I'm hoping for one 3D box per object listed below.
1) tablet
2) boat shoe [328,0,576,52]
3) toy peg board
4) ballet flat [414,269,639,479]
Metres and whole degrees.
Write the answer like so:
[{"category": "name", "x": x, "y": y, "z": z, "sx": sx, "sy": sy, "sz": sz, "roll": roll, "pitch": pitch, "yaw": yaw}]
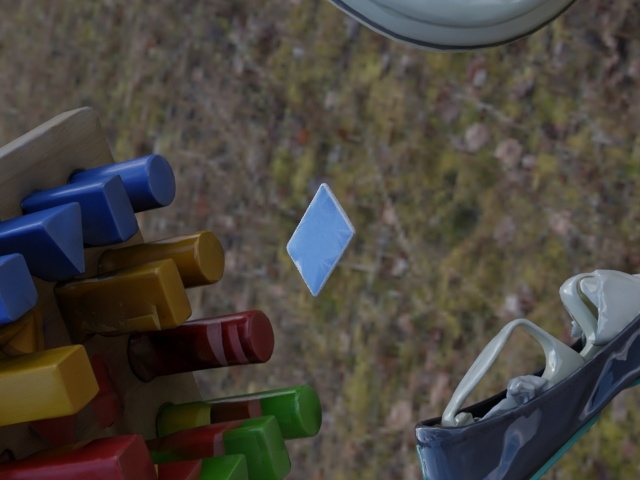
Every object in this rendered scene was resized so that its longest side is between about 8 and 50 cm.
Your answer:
[{"category": "tablet", "x": 0.000, "y": 0.000, "z": 1.200, "sx": 0.054, "sy": 0.006, "sz": 0.083, "roll": 59, "pitch": 140, "yaw": 27}, {"category": "boat shoe", "x": -0.024, "y": -0.271, "z": 0.696, "sx": 0.187, "sy": 0.156, "sz": 0.500, "roll": -36, "pitch": 63, "yaw": 2}, {"category": "toy peg board", "x": -0.071, "y": 0.043, "z": 0.540, "sx": 0.079, "sy": 0.161, "sz": 0.160, "roll": -11, "pitch": 107, "yaw": 25}, {"category": "ballet flat", "x": 0.128, "y": 0.058, "z": 0.745, "sx": 0.074, "sy": 0.203, "sz": 0.074, "roll": 50, "pitch": 164, "yaw": 20}]
